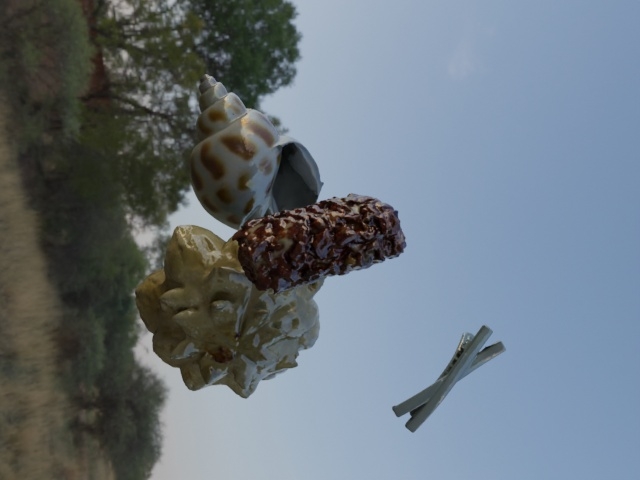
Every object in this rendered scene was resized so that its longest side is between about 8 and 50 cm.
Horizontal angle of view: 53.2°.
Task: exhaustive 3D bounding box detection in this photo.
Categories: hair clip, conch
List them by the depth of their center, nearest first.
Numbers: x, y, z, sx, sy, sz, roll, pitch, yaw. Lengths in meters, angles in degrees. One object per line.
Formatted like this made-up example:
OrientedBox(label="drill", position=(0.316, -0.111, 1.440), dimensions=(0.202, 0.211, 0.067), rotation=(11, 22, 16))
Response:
OrientedBox(label="hair clip", position=(0.113, 0.124, 0.577), dimensions=(0.030, 0.115, 0.039), rotation=(50, -12, 1))
OrientedBox(label="conch", position=(-0.114, -0.115, 0.980), dimensions=(0.149, 0.183, 0.275), rotation=(28, -38, 40))

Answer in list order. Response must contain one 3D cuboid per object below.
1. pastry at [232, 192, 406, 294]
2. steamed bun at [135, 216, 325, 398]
OrientedBox(label="pastry", position=(0.000, 0.001, 0.783), dimensions=(0.115, 0.208, 0.097), rotation=(-102, 178, -67))
OrientedBox(label="steamed bun", position=(-0.125, 0.108, 0.916), dimensions=(0.137, 0.295, 0.292), rotation=(-94, 166, -58))
